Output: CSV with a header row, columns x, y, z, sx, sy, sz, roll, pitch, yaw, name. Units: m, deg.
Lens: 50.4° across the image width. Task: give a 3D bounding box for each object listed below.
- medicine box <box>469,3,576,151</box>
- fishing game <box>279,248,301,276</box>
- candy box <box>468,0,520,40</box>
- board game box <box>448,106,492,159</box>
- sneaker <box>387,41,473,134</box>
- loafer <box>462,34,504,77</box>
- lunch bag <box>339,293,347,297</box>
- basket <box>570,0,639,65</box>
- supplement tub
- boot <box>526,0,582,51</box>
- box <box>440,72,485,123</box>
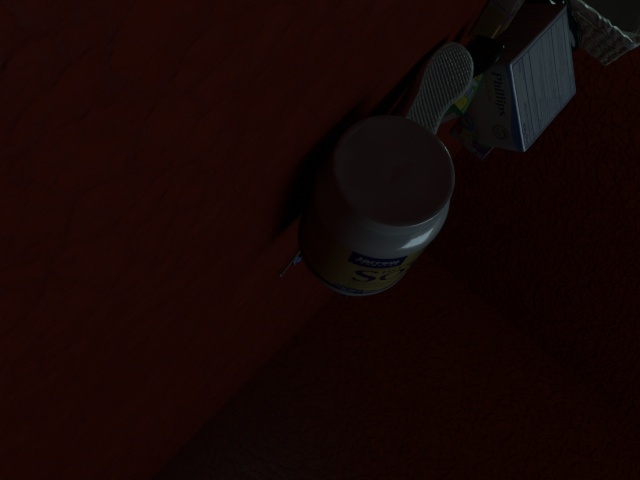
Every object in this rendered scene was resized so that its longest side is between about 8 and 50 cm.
x,y,z,sx,sy,sz,roll,pitch,yaw,name
0.518,-0.424,1.759,0.289,0.149,0.263,-45,133,-25,medicine box
0.000,0.000,1.737,0.189,0.041,0.264,-51,173,29,fishing game
0.403,-0.517,1.471,0.109,0.053,0.186,-45,173,-30,candy box
0.529,-0.394,2.064,0.142,0.144,0.275,-45,172,-24,board game box
0.187,-0.273,1.357,0.282,0.102,0.161,-55,-163,-21,sneaker
0.309,-0.389,1.497,0.220,0.078,0.080,-32,-157,56,loafer
0.144,0.003,2.098,0.287,0.169,0.235,-49,174,35,lunch bag
0.946,-0.797,2.202,0.331,0.328,0.266,-50,175,-2,basket
0.093,-0.054,1.235,0.241,0.241,0.331,-47,172,-21,supplement tub
0.651,-0.604,1.962,0.207,0.094,0.246,-48,128,-22,boot
0.318,-0.351,1.604,0.105,0.043,0.179,-16,-142,51,box
